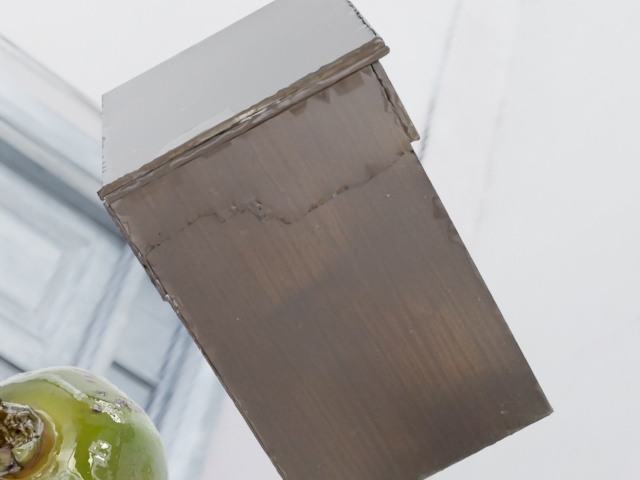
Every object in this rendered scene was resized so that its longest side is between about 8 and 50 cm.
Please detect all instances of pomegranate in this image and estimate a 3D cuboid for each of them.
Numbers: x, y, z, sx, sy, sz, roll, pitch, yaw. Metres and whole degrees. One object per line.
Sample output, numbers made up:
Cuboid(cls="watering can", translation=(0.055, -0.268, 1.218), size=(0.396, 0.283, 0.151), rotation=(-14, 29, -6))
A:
Cuboid(cls="pomegranate", translation=(-0.226, 0.203, 1.179), size=(0.198, 0.198, 0.246), rotation=(-56, -177, -5))

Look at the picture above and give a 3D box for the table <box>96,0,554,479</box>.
Cuboid(cls="table", translation=(0.000, 0.000, 0.985), size=(0.196, 0.282, 0.250), rotation=(-29, -159, 2))
